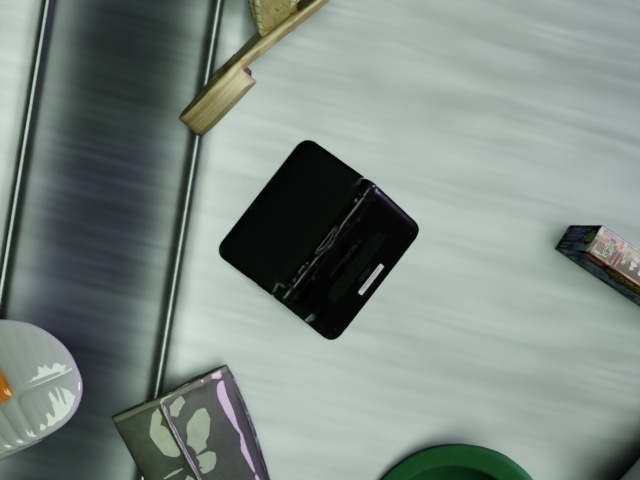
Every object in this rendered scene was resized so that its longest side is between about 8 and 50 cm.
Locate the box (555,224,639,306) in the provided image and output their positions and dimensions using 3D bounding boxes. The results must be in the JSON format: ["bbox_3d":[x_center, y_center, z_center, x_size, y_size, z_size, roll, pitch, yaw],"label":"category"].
[{"bbox_3d":[0.264,0.034,1.370,0.137,0.094,0.027,34,87,-7],"label":"box"}]

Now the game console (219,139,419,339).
[{"bbox_3d":[0.000,0.000,1.376,0.107,0.071,0.122,40,86,-36],"label":"game console"}]

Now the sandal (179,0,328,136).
[{"bbox_3d":[-0.044,-0.196,1.330,0.079,0.088,0.240,42,90,-12],"label":"sandal"}]

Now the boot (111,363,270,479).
[{"bbox_3d":[-0.109,0.228,1.332,0.190,0.076,0.208,-30,101,-20],"label":"boot"}]

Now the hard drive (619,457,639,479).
[{"bbox_3d":[0.413,0.275,1.380,0.233,0.047,0.353,-42,96,-27],"label":"hard drive"}]

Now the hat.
[{"bbox_3d":[0.160,0.266,1.392,0.208,0.183,0.173,1,76,35],"label":"hat"}]

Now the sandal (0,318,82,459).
[{"bbox_3d":[-0.299,0.138,1.313,0.265,0.076,0.102,-22,78,14],"label":"sandal"}]
